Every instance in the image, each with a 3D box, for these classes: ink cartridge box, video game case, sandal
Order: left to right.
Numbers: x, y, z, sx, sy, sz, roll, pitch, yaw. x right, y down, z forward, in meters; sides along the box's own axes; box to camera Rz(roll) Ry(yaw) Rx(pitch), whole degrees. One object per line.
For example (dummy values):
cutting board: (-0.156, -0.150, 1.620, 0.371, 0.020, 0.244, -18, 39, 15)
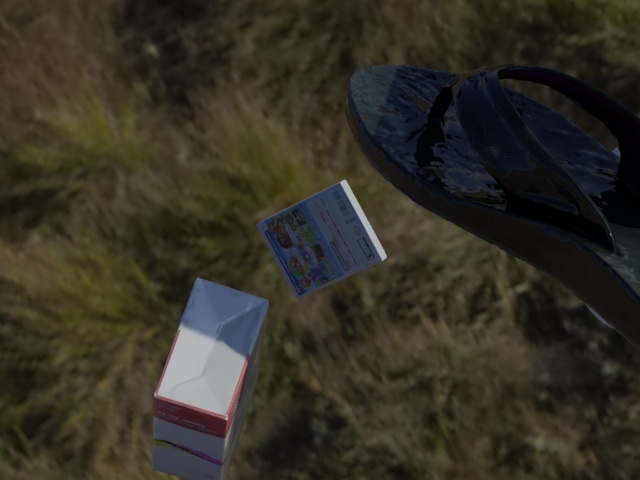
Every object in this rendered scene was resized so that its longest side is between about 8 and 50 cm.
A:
ink cartridge box: (-0.095, 0.132, 1.535, 0.067, 0.198, 0.115, 17, 60, 4)
video game case: (0.000, 0.000, 1.791, 0.122, 0.087, 0.011, -25, 5, 39)
sandal: (0.198, -0.044, 1.322, 0.167, 0.107, 0.446, -20, 44, -39)

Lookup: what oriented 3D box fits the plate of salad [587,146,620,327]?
plate of salad: (0.309, -0.010, 1.786, 0.200, 0.048, 0.199, -22, 62, 51)
